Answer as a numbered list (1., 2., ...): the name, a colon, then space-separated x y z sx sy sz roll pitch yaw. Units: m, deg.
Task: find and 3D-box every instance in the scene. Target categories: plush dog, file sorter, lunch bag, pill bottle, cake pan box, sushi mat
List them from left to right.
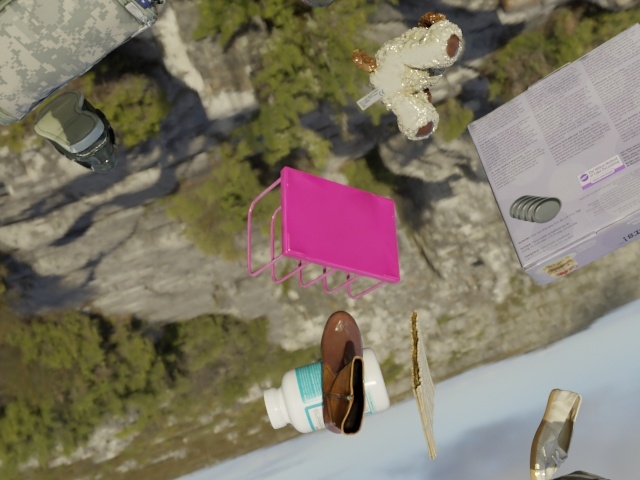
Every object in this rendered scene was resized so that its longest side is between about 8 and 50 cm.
1. lunch bag: -0.401 -0.332 1.229 0.305 0.256 0.212 -33 -157 12
2. file sorter: 0.000 0.000 1.976 0.291 0.202 0.182 15 149 -31
3. pill bottle: 0.012 0.340 2.004 0.264 0.146 0.146 -16 169 1
4. plush dog: 0.196 -0.374 1.937 0.225 0.211 0.262 -40 148 -59
5. sushi mat: 0.184 0.263 1.589 0.019 0.151 0.316 -5 145 10
6. cake pan box: 0.335 -0.109 1.100 0.267 0.245 0.070 -31 142 21

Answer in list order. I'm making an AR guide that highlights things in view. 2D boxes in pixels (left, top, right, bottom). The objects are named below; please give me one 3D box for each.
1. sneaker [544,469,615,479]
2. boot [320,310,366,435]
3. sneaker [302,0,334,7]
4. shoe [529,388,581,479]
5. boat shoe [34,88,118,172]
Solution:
1. sneaker: 0.452 0.411 1.383 0.276 0.097 0.135 8 178 -13
2. boot: 0.045 0.254 1.789 0.096 0.264 0.280 11 167 -1
3. sneaker: -0.002 -0.505 1.484 0.106 0.162 0.281 -30 127 -16
4. shoe: 0.473 0.397 1.807 0.058 0.219 0.076 1 145 37
5. boat shoe: -0.498 -0.223 1.872 0.127 0.113 0.340 -45 -145 -12
